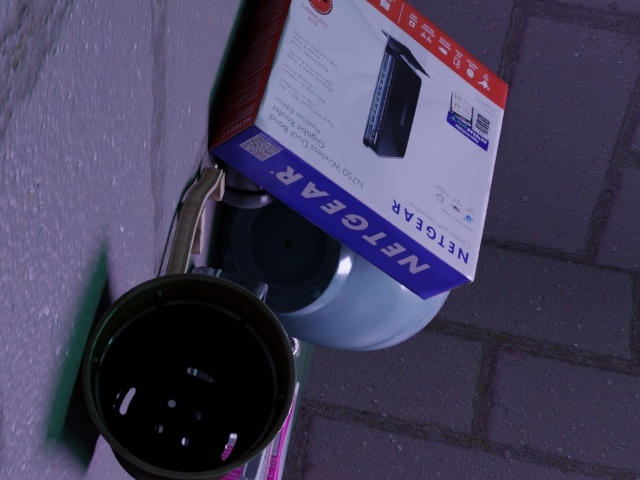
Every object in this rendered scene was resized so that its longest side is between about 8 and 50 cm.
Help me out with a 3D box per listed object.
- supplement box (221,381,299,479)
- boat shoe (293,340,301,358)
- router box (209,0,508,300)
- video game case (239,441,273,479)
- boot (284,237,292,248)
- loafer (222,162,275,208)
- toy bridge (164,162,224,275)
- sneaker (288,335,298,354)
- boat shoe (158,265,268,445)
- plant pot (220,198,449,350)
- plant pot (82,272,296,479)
[{"bbox_3d":[-0.108,0.316,2.116,0.111,0.114,0.220,-66,168,-70],"label":"supplement box"},{"bbox_3d":[-0.076,0.181,2.503,0.228,0.069,0.081,-38,128,-84],"label":"boat shoe"},{"bbox_3d":[0.058,-0.143,1.641,0.082,0.335,0.301,-26,-140,44],"label":"router box"},{"bbox_3d":[-0.091,0.329,1.844,0.285,0.025,0.204,-75,177,-54],"label":"video game case"},{"bbox_3d":[-0.010,-0.025,1.922,0.090,0.248,0.206,-15,123,-36],"label":"boot"},{"bbox_3d":[-0.054,-0.137,1.682,0.267,0.096,0.084,-70,165,-55],"label":"loafer"},{"bbox_3d":[-0.127,-0.014,1.426,0.063,0.026,0.188,96,6,-46],"label":"toy bridge"},{"bbox_3d":[-0.083,0.173,2.183,0.258,0.091,0.094,92,10,-68],"label":"sneaker"},{"bbox_3d":[-0.117,0.180,1.597,0.108,0.102,0.301,-59,160,-79],"label":"boat shoe"},{"bbox_3d":[0.000,0.000,1.767,0.196,0.293,0.293,-4,107,-59],"label":"plant pot"},{"bbox_3d":[-0.113,0.134,1.186,0.165,0.167,0.167,112,-8,-66],"label":"plant pot"}]
